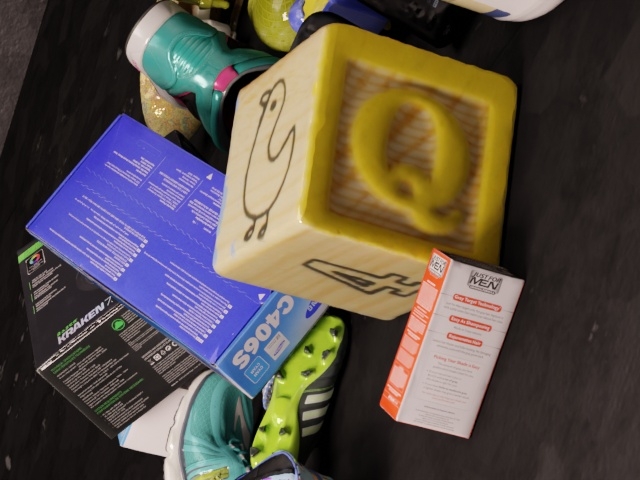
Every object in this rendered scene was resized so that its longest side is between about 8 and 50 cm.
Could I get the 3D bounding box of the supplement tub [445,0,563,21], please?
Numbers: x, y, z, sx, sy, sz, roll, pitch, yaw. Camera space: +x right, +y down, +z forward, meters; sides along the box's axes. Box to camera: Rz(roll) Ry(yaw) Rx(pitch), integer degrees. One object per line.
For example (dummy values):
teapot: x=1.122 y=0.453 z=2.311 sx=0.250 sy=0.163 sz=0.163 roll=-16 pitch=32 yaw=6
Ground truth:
supplement tub: x=0.073 y=-0.330 z=1.606 sx=0.228 sy=0.316 sz=0.228 roll=-48 pitch=33 yaw=48

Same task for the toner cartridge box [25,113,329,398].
toner cartridge box: x=-0.138 y=0.008 z=1.935 sx=0.165 sy=0.075 sz=0.348 roll=-51 pitch=46 yaw=-7

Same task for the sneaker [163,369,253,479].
sneaker: x=-0.090 y=0.261 z=1.950 sx=0.110 sy=0.107 sz=0.275 roll=-21 pitch=59 yaw=41

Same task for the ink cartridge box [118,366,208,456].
ink cartridge box: x=-0.186 y=0.172 z=2.218 sx=0.092 sy=0.090 sz=0.143 roll=-67 pitch=23 yaw=20

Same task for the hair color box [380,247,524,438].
hair color box: x=0.108 y=0.085 z=1.578 sx=0.141 sy=0.072 sz=0.043 roll=-70 pitch=22 yaw=8

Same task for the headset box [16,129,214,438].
headset box: x=-0.198 y=0.038 z=2.150 sx=0.246 sy=0.131 sz=0.283 roll=-37 pitch=30 yaw=9

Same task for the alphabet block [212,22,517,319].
alphabet block: x=0.037 y=-0.054 z=1.681 sx=0.197 sy=0.193 sz=0.192 roll=150 pitch=129 yaw=-61

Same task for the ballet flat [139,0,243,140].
ballet flat: x=-0.144 y=-0.293 z=2.414 sx=0.123 sy=0.123 sz=0.348 roll=-10 pitch=67 yaw=67

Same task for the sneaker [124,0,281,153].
sneaker: x=-0.095 y=-0.170 z=2.191 sx=0.124 sy=0.178 sz=0.295 roll=-53 pitch=-17 yaw=4

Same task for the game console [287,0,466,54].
game console: x=0.015 y=-0.198 z=1.862 sx=0.213 sy=0.044 sz=0.361 roll=34 pitch=115 yaw=21

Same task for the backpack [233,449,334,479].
backpack: x=-0.028 y=0.272 z=1.721 sx=0.173 sy=0.117 sz=0.158 roll=137 pitch=143 yaw=-54

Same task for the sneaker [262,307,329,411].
sneaker: x=-0.031 y=0.109 z=1.936 sx=0.058 sy=0.052 sz=0.135 roll=-125 pitch=54 yaw=-68

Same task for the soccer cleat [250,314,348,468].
soccer cleat: x=-0.017 y=0.157 z=1.857 sx=0.060 sy=0.072 sz=0.179 roll=12 pitch=66 yaw=28

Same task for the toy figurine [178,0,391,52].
toy figurine: x=-0.018 y=-0.247 z=1.973 sx=0.362 sy=0.191 sz=0.217 roll=131 pitch=142 yaw=-50
